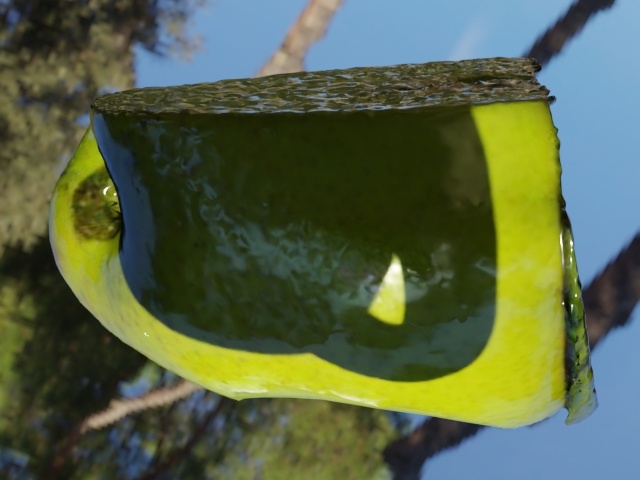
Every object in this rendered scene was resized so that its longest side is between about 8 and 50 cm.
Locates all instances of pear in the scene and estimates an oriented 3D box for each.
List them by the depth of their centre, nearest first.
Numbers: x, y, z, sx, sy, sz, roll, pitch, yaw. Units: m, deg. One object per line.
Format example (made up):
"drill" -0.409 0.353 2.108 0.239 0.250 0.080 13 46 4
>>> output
"pear" 0.000 0.000 0.786 0.292 0.159 0.292 -1 -170 0
